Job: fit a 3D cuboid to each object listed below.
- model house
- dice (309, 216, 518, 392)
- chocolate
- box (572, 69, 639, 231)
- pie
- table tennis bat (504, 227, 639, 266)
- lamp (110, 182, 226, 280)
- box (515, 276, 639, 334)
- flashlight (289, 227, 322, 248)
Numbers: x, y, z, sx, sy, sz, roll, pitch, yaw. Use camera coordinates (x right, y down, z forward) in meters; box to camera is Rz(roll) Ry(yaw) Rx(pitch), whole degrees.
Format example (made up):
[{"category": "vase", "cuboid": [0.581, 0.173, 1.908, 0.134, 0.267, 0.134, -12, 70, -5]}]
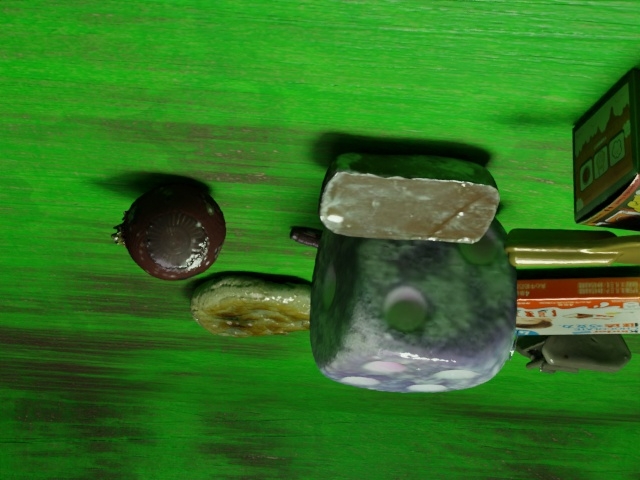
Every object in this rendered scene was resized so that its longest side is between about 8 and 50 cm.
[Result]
[{"category": "model house", "cuboid": [0.517, 0.225, 2.353, 0.229, 0.122, 0.188, 6, 166, -26]}, {"category": "dice", "cuboid": [0.142, 0.089, 1.765, 0.271, 0.270, 0.270, 8, 161, -15]}, {"category": "chocolate", "cuboid": [0.123, -0.075, 1.585, 0.253, 0.080, 0.157, 3, 147, -6]}, {"category": "box", "cuboid": [0.435, -0.096, 1.365, 0.194, 0.148, 0.177, 6, 160, -11]}, {"category": "pie", "cuboid": [-0.123, 0.143, 2.277, 0.337, 0.075, 0.337, 3, 161, 1]}, {"category": "table tennis bat", "cuboid": [0.395, 0.012, 1.414, 0.320, 0.050, 0.198, 1, 174, 6]}, {"category": "lamp", "cuboid": [-0.227, -0.019, 1.731, 0.157, 0.156, 0.135, 45, -172, -18]}, {"category": "box", "cuboid": [0.479, 0.130, 2.127, 0.273, 0.048, 0.265, -3, 161, 15]}, {"category": "flashlight", "cuboid": [0.000, 0.000, 1.902, 0.110, 0.052, 0.031, 17, 122, -21]}]
